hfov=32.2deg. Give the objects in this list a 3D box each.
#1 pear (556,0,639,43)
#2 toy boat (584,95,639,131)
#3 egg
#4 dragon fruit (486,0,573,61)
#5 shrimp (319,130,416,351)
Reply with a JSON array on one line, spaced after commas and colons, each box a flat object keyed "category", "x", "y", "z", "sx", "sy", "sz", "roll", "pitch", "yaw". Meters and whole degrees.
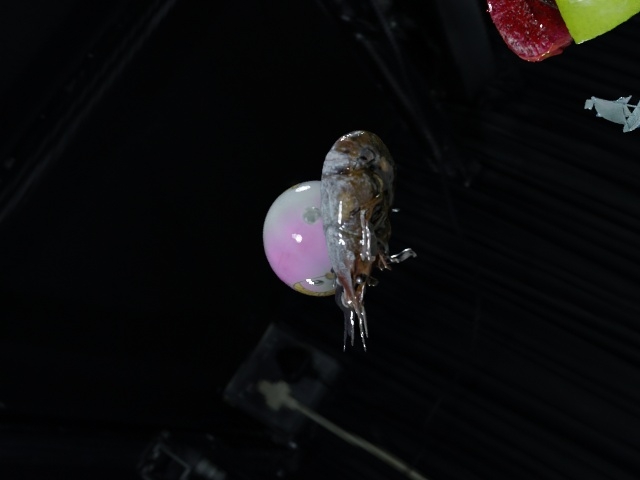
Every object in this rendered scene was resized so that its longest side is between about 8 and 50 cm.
[{"category": "pear", "x": 0.449, "y": -0.449, "z": 1.593, "sx": 0.139, "sy": 0.239, "sz": 0.288, "roll": 51, "pitch": -141, "yaw": -32}, {"category": "toy boat", "x": 0.645, "y": -0.271, "z": 2.381, "sx": 0.105, "sy": 0.149, "sz": 0.034, "roll": 76, "pitch": -171, "yaw": -47}, {"category": "egg", "x": 0.000, "y": 0.000, "z": 1.943, "sx": 0.196, "sy": 0.196, "sz": 0.271, "roll": -62, "pitch": -16, "yaw": 0}, {"category": "dragon fruit", "x": 0.475, "y": -0.481, "z": 2.310, "sx": 0.212, "sy": 0.262, "sz": 0.134, "roll": -15, "pitch": -25, "yaw": -16}, {"category": "shrimp", "x": 0.063, "y": 0.003, "z": 1.702, "sx": 0.145, "sy": 0.117, "sz": 0.342, "roll": -2, "pitch": -87, "yaw": -54}]
